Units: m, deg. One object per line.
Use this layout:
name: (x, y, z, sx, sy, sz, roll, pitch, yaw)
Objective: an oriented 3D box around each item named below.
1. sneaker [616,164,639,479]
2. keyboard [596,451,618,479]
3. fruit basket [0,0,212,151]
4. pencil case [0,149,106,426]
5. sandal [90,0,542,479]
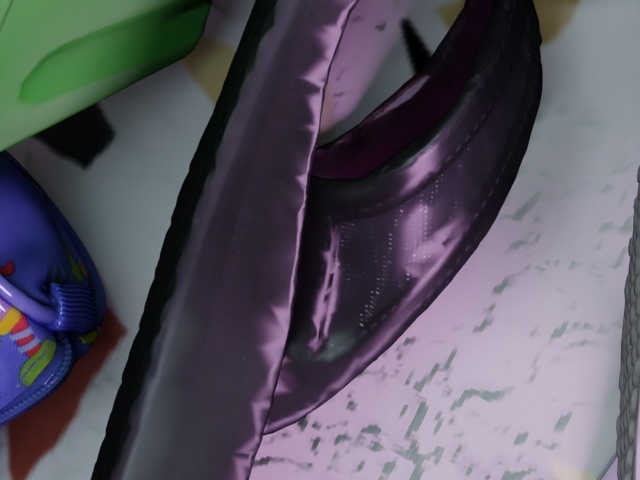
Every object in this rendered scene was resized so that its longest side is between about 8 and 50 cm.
sneaker: (0.167, -0.058, 0.455, 0.127, 0.126, 0.321, 7, 95, 7)
keyboard: (0.219, 0.145, 0.520, 0.256, 0.014, 0.072, 35, 126, 15)
fruit basket: (-0.228, -0.186, 0.476, 0.392, 0.392, 0.283, 51, 136, 12)
pencil case: (-0.221, 0.090, 0.605, 0.306, 0.119, 0.133, -45, 77, 10)
sandal: (-0.001, 0.001, 0.547, 0.107, 0.167, 0.446, 18, 101, -9)
